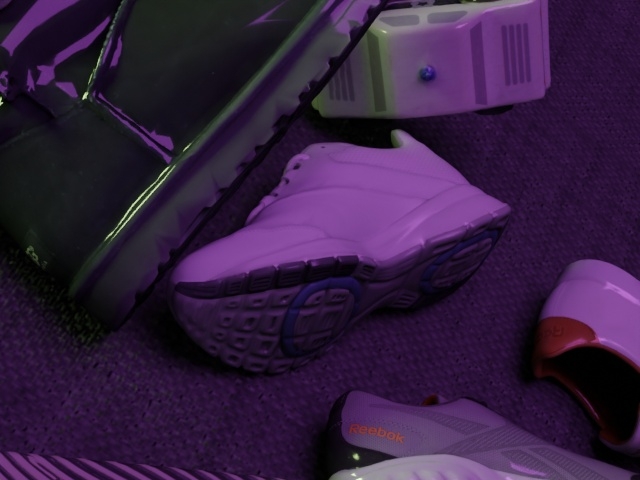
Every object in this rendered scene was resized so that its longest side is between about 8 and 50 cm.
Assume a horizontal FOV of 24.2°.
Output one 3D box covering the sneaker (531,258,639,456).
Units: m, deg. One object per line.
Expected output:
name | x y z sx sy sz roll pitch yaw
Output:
sneaker | 0.281 0.142 1.119 0.290 0.106 0.123 32 50 3

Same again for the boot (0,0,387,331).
boot | -0.188 -0.218 0.942 0.445 0.146 0.367 40 73 -2

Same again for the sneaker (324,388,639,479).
sneaker | 0.124 0.155 0.998 0.271 0.100 0.108 14 47 -26

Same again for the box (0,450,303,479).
box | -0.092 0.188 0.812 0.275 0.113 0.094 11 46 -30

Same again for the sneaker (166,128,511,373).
sneaker | 0.000 0.000 1.036 0.297 0.111 0.129 -17 56 -46

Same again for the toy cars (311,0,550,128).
toy cars | -0.007 -0.186 1.084 0.394 0.176 0.087 32 23 -11
